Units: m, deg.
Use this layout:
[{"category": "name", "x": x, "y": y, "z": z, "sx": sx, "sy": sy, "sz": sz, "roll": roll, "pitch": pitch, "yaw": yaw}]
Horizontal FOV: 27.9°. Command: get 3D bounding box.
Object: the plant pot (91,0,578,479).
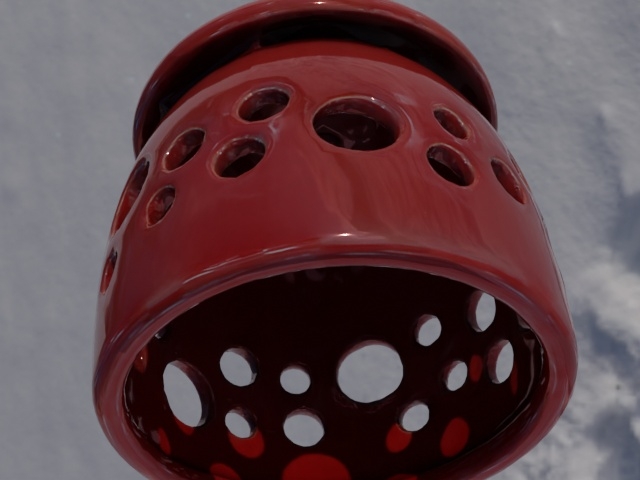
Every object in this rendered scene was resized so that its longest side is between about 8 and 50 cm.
[{"category": "plant pot", "x": 0.000, "y": 0.000, "z": 0.552, "sx": 0.191, "sy": 0.191, "sz": 0.174, "roll": -46, "pitch": 37, "yaw": 38}]
